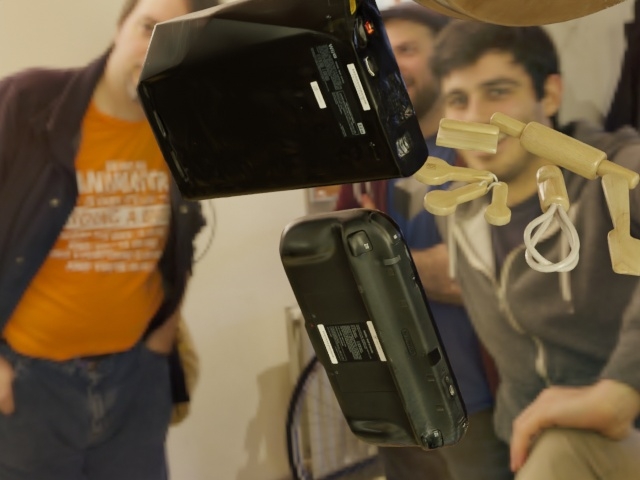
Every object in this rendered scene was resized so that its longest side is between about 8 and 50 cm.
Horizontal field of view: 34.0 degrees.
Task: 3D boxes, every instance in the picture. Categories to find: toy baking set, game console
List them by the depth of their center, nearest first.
[{"bbox_3d":[0.000,0.000,0.757,0.213,0.361,0.044,-3,26,42],"label":"game console"},{"bbox_3d":[0.203,-0.044,0.974,0.256,0.030,0.197,26,45,25],"label":"toy baking set"}]

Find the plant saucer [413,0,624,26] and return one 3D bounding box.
[{"bbox_3d":[0.152,-0.204,0.529,0.278,0.041,0.278,-18,-27,-10],"label":"plant saucer"}]
